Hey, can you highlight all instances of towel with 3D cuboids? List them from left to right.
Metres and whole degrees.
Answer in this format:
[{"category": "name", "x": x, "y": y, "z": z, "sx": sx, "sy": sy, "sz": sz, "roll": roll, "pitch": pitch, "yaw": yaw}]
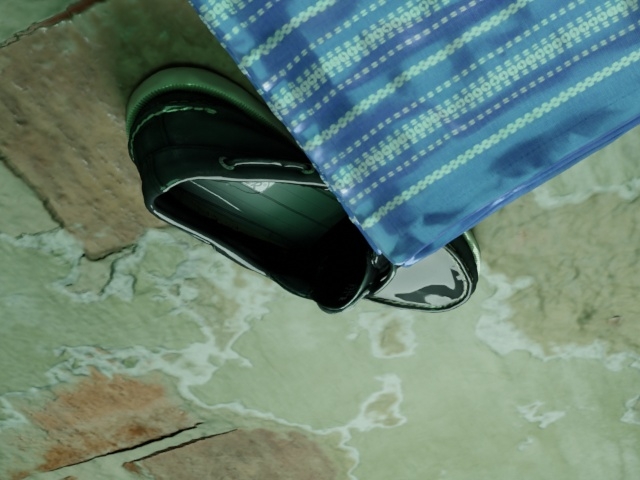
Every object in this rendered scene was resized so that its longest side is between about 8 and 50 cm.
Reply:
[{"category": "towel", "x": 0.059, "y": -0.151, "z": 0.586, "sx": 0.243, "sy": 0.040, "sz": 0.336, "roll": -31, "pitch": 122, "yaw": 12}]

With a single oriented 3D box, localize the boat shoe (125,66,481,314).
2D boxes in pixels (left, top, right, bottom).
[{"category": "boat shoe", "x": 0.002, "y": -0.003, "z": 0.736, "sx": 0.127, "sy": 0.113, "sz": 0.340, "roll": -36, "pitch": 129, "yaw": 27}]
